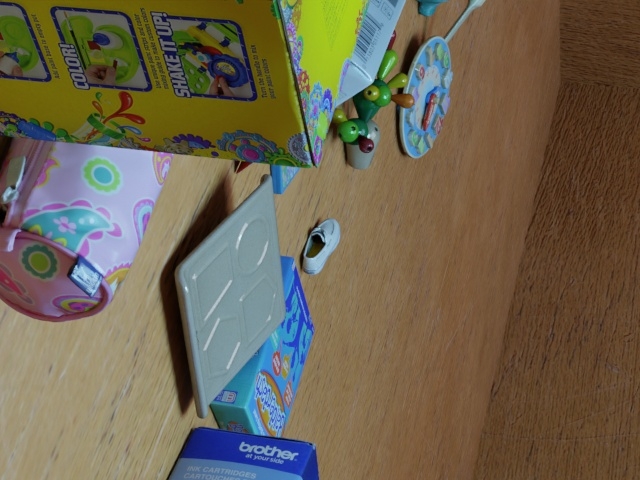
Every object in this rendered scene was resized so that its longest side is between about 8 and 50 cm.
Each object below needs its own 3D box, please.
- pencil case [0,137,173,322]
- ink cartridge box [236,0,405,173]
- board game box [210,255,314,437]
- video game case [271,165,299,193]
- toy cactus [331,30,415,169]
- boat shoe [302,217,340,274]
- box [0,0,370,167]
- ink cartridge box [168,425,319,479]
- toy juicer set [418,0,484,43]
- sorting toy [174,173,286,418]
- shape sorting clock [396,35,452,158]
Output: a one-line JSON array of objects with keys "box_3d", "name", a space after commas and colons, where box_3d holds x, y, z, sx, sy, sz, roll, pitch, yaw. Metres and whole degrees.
[{"box_3d": [-0.174, -0.077, 1.109, 0.124, 0.124, 0.284, 75, 28, -53], "name": "pencil case"}, {"box_3d": [-0.012, -0.194, 1.588, 0.066, 0.232, 0.189, 44, 44, -24], "name": "ink cartridge box"}, {"box_3d": [-0.065, 0.147, 1.727, 0.160, 0.047, 0.210, 75, 27, -53], "name": "board game box"}, {"box_3d": [-0.030, -0.145, 1.794, 0.166, 0.015, 0.119, -58, 151, -58], "name": "video game case"}, {"box_3d": [0.072, -0.179, 2.023, 0.219, 0.112, 0.180, -79, 176, -48], "name": "toy cactus"}, {"box_3d": [0.000, 0.000, 1.931, 0.035, 0.035, 0.100, 85, 25, -44], "name": "boat shoe"}, {"box_3d": [-0.111, -0.222, 0.973, 0.177, 0.279, 0.290, 77, 24, -51], "name": "box"}, {"box_3d": [-0.098, 0.387, 1.531, 0.395, 0.151, 0.270, -67, 158, -50], "name": "ink cartridge box"}, {"box_3d": [0.225, -0.468, 2.378, 0.209, 0.089, 0.329, -46, 158, -15], "name": "toy juicer set"}, {"box_3d": [-0.098, 0.057, 1.553, 0.208, 0.038, 0.193, -53, 147, -46], "name": "sorting toy"}, {"box_3d": [0.178, -0.237, 2.420, 0.206, 0.040, 0.206, 15, 90, -71], "name": "shape sorting clock"}]
